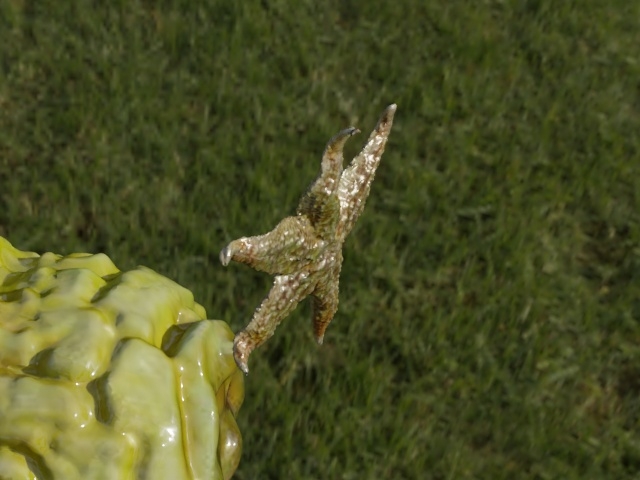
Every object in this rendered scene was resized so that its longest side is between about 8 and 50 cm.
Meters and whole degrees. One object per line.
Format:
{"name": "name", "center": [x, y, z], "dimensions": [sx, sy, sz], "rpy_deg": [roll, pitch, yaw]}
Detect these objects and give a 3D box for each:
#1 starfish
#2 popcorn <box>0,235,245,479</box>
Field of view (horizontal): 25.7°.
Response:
{"name": "starfish", "center": [0.000, 0.000, 0.419], "dimensions": [0.016, 0.086, 0.092], "rpy_deg": [28, 76, 20]}
{"name": "popcorn", "center": [-0.176, 0.136, 1.089], "dimensions": [0.237, 0.293, 0.293], "rpy_deg": [-3, 53, -4]}
